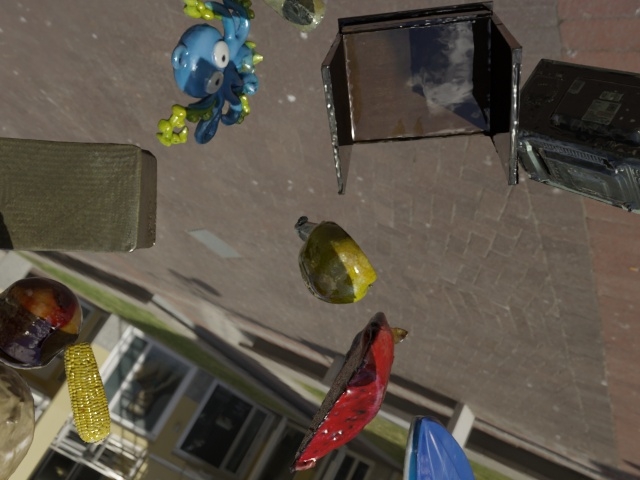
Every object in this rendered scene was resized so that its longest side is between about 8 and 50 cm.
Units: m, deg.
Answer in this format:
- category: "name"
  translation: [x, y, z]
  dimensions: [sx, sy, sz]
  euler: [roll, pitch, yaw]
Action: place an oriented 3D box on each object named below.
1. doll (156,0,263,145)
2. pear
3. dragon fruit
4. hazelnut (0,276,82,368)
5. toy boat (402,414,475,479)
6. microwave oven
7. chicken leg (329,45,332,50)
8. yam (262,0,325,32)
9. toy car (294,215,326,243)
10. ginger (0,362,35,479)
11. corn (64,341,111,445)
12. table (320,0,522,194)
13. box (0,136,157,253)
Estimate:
- category: "doll"
  translation: [-0.218, -0.357, 1.235]
  dimensions: [0.098, 0.346, 0.341]
  euler: [30, -163, 20]
- category: "pear"
  translation: [0.019, 0.045, 0.926]
  dimensions: [0.141, 0.104, 0.141]
  euler: [47, 174, 7]
- category: "dragon fruit"
  translation: [0.076, 0.263, 1.082]
  dimensions: [0.100, 0.282, 0.344]
  euler: [27, 123, 2]
- category: "hazelnut"
  translation: [-0.708, 0.196, 1.418]
  dimensions: [0.217, 0.217, 0.251]
  euler: [36, 121, -16]
- category: "toy boat"
  translation: [0.136, 0.318, 0.680]
  dimensions: [0.088, 0.129, 0.295]
  euler: [5, 122, 32]
- category: "microwave oven"
  translation: [0.519, -0.184, 1.062]
  dimensions: [0.295, 0.181, 0.237]
  euler: [31, 175, 45]
- category: "chicken leg"
  translation: [0.084, -0.375, 1.237]
  dimensions: [0.088, 0.103, 0.228]
  euler: [3, -147, -27]
- category: "yam"
  translation: [-0.083, -0.632, 1.477]
  dimensions: [0.194, 0.107, 0.107]
  euler: [33, 161, -26]
- category: "toy car"
  translation: [0.000, 0.000, 1.217]
  dimensions: [0.095, 0.056, 0.205]
  euler: [43, 169, -22]
- category: "ginger"
  translation: [-0.513, 0.227, 0.719]
  dimensions: [0.304, 0.245, 0.155]
  euler: [23, -167, 13]
- category: "corn"
  translation: [-0.465, 0.303, 1.137]
  dimensions: [0.067, 0.207, 0.067]
  euler: [-14, 173, -2]
- category: "table"
  translation: [0.144, -0.217, 0.838]
  dimensions: [0.250, 0.282, 0.196]
  euler: [-2, 120, 9]
- category: "box"
  translation: [-0.427, -0.075, 0.965]
  dimensions: [0.273, 0.184, 0.143]
  euler: [2, -179, -4]
